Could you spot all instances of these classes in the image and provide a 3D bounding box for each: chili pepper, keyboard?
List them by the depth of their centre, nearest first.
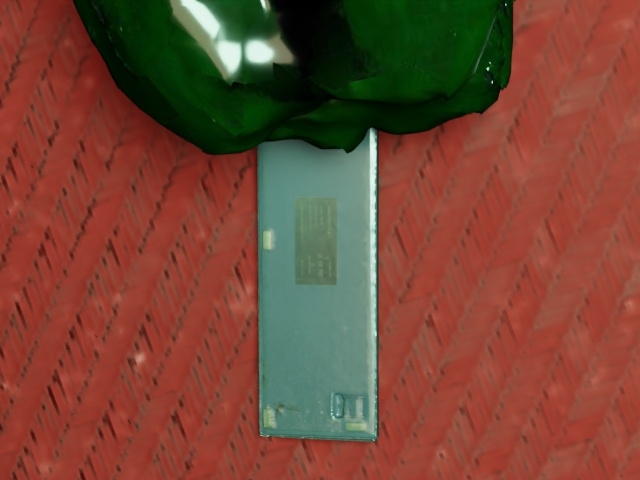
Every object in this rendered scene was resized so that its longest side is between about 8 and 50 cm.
[{"bbox_3d":[-0.014,-0.165,0.650,0.174,0.165,0.261,-19,83,33],"label":"chili pepper"},{"bbox_3d":[-0.001,0.000,0.729,0.055,0.014,0.176,0,93,12],"label":"keyboard"}]
